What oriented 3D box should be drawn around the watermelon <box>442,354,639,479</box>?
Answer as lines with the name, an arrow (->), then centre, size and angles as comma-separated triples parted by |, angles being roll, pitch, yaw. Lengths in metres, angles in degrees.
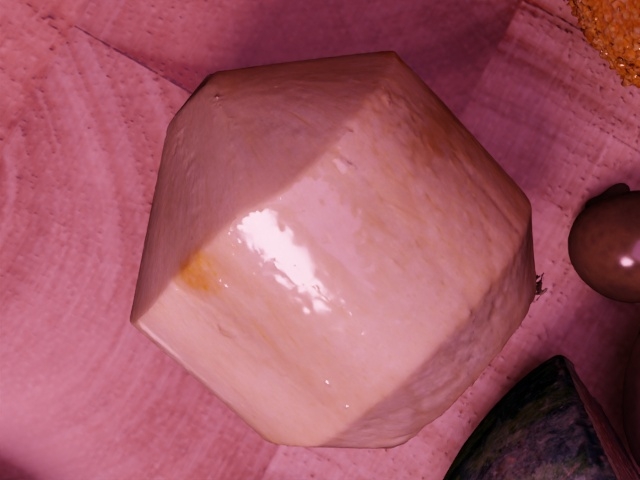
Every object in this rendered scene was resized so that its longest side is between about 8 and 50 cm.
watermelon -> 0.188, 0.264, 0.951 | 0.292, 0.250, 0.283 | 36, 103, 31

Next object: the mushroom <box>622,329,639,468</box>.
mushroom -> 0.363, 0.135, 1.034 | 0.204, 0.204, 0.204 | 0, 91, -10

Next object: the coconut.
coconut -> 0.000, 0.000, 0.938 | 0.323, 0.323, 0.323 | 0, 91, -10

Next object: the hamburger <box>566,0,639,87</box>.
hamburger -> 0.314, -0.253, 0.985 | 0.179, 0.276, 0.294 | -7, 52, -30

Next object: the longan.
longan -> 0.273, -0.001, 1.081 | 0.106, 0.106, 0.119 | -7, 53, -9
